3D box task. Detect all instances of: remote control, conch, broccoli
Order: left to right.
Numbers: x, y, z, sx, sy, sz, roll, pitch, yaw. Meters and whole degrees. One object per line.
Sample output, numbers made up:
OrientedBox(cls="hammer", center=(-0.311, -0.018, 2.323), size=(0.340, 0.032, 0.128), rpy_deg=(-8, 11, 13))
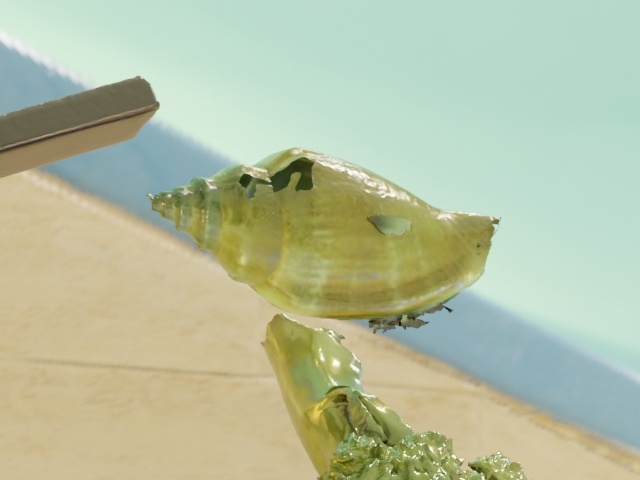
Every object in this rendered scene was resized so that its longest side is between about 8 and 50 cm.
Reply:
OrientedBox(cls="remote control", center=(-0.206, -0.055, 1.090), size=(0.245, 0.063, 0.025), rpy_deg=(-22, 74, -41))
OrientedBox(cls="conch", center=(-0.001, -0.002, 1.010), size=(0.201, 0.079, 0.095), rpy_deg=(19, 79, -3))
OrientedBox(cls="broccoli", center=(0.075, 0.204, 1.320), size=(0.302, 0.186, 0.254), rpy_deg=(-89, 156, -62))
